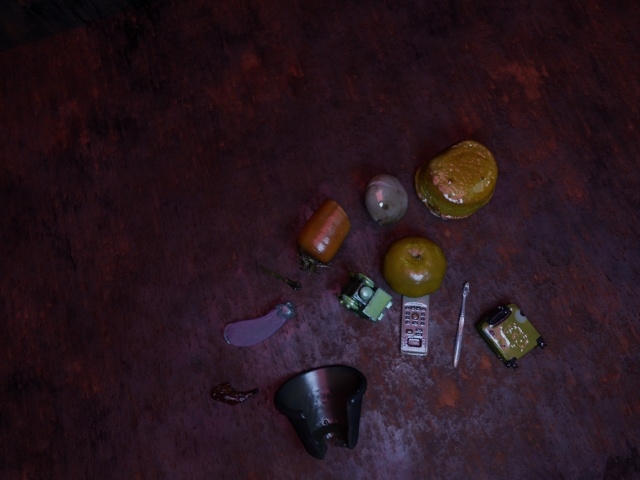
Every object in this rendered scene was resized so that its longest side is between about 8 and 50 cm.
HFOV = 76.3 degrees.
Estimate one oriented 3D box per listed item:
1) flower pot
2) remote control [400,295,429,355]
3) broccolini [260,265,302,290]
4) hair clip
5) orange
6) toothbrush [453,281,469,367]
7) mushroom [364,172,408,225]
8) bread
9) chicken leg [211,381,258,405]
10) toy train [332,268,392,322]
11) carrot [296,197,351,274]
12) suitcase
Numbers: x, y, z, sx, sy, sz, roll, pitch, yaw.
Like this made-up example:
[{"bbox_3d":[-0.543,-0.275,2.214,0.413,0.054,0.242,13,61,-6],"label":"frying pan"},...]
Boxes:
[{"bbox_3d":[0.020,0.694,1.645,0.378,0.379,0.251,-13,98,1],"label":"flower pot"},{"bbox_3d":[0.418,0.362,1.806,0.123,0.038,0.286,6,78,5],"label":"remote control"},{"bbox_3d":[-0.182,0.170,1.891,0.218,0.044,0.042,29,97,14],"label":"broccolini"},{"bbox_3d":[-0.271,0.382,1.833,0.358,0.110,0.096,-29,38,1],"label":"hair clip"},{"bbox_3d":[0.402,0.114,1.764,0.278,0.235,0.279,-2,62,5],"label":"orange"},{"bbox_3d":[0.620,0.369,1.797,0.028,0.037,0.376,10,82,9],"label":"toothbrush"},{"bbox_3d":[0.289,-0.185,1.849,0.184,0.254,0.255,2,76,39],"label":"mushroom"},{"bbox_3d":[0.617,-0.284,1.849,0.358,0.204,0.337,-36,74,-2],"label":"bread"},{"bbox_3d":[-0.379,0.677,1.788,0.204,0.053,0.093,12,65,2],"label":"chicken leg"},{"bbox_3d":[0.177,0.240,1.739,0.188,0.271,0.159,38,79,-7],"label":"toy train"},{"bbox_3d":[0.000,0.000,1.833,0.193,0.214,0.331,27,75,38],"label":"carrot"},{"bbox_3d":[0.792,0.395,1.722,0.193,0.143,0.235,-35,79,-3],"label":"suitcase"}]
